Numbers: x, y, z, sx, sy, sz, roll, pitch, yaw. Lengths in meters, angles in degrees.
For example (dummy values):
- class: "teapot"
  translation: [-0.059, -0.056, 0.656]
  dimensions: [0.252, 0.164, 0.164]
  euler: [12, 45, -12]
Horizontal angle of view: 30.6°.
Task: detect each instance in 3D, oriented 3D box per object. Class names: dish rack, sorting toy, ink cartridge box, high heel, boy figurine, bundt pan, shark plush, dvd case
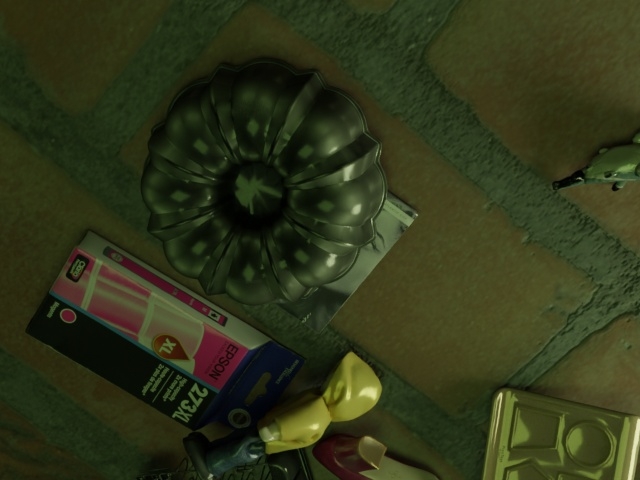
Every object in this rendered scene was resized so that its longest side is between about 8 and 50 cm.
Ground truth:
- class: "dish rack"
  translation: [-0.143, 0.410, 1.791]
  dimensions: [0.271, 0.074, 0.208]
  euler: [-9, 113, 15]
- class: "sorting toy"
  translation: [0.337, 0.316, 1.659]
  dimensions: [0.208, 0.038, 0.193]
  euler: [10, 101, 17]
- class: "ink cartridge box"
  translation: [-0.223, 0.152, 1.690]
  dimensions: [0.371, 0.069, 0.176]
  euler: [30, 116, -9]
- class: "high heel"
  translation: [0.098, 0.372, 1.750]
  dimensions: [0.244, 0.082, 0.117]
  euler: [39, 147, -25]
- class: "boy figurine"
  translation: [-0.050, 0.254, 1.657]
  dimensions: [0.285, 0.177, 0.092]
  euler: [-29, 86, 5]
- class: "bundt pan"
  translation: [-0.082, -0.061, 1.492]
  dimensions: [0.331, 0.124, 0.331]
  euler: [2, 105, 7]
- class: "shark plush"
  translation: [0.380, -0.080, 1.497]
  dimensions: [0.161, 0.073, 0.067]
  euler: [-23, 140, 13]
- class: "dvd case"
  translation: [0.000, 0.000, 1.582]
  dimensions: [0.164, 0.018, 0.221]
  euler: [35, 105, -13]
